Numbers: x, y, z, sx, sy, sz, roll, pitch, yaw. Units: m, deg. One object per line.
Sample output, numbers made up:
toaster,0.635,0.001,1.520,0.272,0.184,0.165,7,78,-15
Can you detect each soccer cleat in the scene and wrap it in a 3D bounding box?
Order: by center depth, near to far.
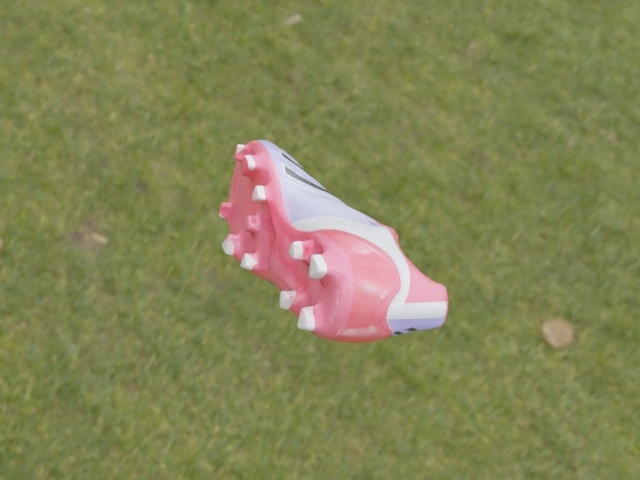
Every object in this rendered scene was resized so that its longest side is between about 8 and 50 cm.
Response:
soccer cleat,0.000,0.000,0.985,0.095,0.083,0.248,8,19,-23
